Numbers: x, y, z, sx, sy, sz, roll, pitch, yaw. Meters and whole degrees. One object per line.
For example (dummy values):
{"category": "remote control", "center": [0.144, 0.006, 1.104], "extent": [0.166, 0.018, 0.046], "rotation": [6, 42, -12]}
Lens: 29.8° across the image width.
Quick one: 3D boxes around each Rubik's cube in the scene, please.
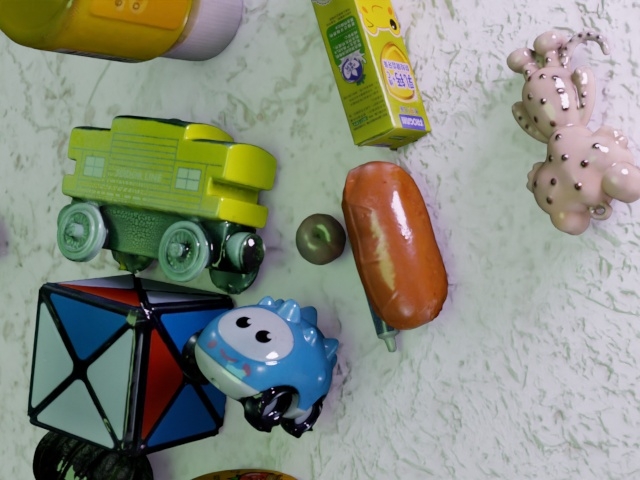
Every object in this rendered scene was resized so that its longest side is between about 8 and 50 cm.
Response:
{"category": "Rubik's cube", "center": [-0.314, 0.198, 1.998], "extent": [0.250, 0.248, 0.246], "rotation": [11, 97, 34]}

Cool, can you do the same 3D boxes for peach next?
{"category": "peach", "center": [0.001, -0.002, 1.873], "extent": [0.083, 0.083, 0.083], "rotation": [1, 92, 36]}

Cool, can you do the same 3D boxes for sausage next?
{"category": "sausage", "center": [0.106, 0.005, 1.767], "extent": [0.133, 0.133, 0.258], "rotation": [-21, 79, 34]}

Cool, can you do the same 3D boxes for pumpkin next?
{"category": "pumpkin", "center": [-0.395, 0.405, 2.086], "extent": [0.220, 0.220, 0.162], "rotation": [20, 59, 34]}

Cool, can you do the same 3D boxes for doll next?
{"category": "doll", "center": [0.336, -0.150, 1.615], "extent": [0.154, 0.119, 0.278], "rotation": [-21, 70, 33]}

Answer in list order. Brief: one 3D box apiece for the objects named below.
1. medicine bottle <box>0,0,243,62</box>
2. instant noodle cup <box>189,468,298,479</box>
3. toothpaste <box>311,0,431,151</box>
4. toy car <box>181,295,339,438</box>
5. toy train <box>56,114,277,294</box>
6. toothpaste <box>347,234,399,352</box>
{"category": "medicine bottle", "center": [-0.312, -0.394, 1.896], "extent": [0.224, 0.384, 0.224], "rotation": [1, 91, 36]}
{"category": "instant noodle cup", "center": [-0.126, 0.478, 1.907], "extent": [0.215, 0.216, 0.172], "rotation": [7, 104, 35]}
{"category": "toothpaste", "center": [0.065, -0.298, 1.797], "extent": [0.077, 0.110, 0.327], "rotation": [-23, 78, 31]}
{"category": "toy car", "center": [-0.074, 0.176, 1.836], "extent": [0.188, 0.255, 0.190], "rotation": [34, 94, 30]}
{"category": "toy train", "center": [-0.261, -0.070, 2.007], "extent": [0.442, 0.179, 0.272], "rotation": [10, 89, 35]}
{"category": "toothpaste", "center": [0.087, 0.075, 1.838], "extent": [0.057, 0.035, 0.197], "rotation": [-19, 78, 24]}
